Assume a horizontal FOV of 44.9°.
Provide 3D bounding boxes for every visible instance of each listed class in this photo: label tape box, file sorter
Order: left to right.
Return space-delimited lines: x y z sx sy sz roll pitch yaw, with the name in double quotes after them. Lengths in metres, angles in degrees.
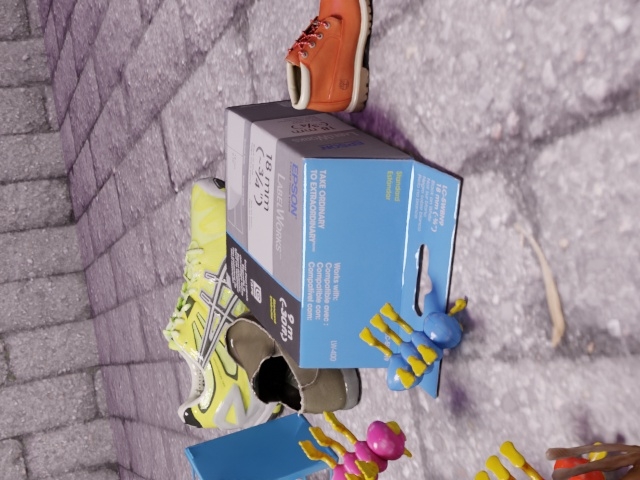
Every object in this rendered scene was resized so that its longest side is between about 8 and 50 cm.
-0.078 0.325 1.040 0.118 0.170 0.104 37 134 55 "file sorter"
0.000 0.000 0.845 0.334 0.106 0.240 38 132 55 "label tape box"

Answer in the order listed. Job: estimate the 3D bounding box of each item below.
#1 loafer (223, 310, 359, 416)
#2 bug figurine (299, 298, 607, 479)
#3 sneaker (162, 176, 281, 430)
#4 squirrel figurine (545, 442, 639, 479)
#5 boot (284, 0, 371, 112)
-0.058 0.153 0.993 0.251 0.087 0.094 15 112 50 "loafer"
0.100 0.184 0.648 0.216 0.072 0.279 -47 40 7 "bug figurine"
-0.156 0.096 1.147 0.145 0.147 0.384 165 96 -66 "sneaker"
0.146 0.299 0.407 0.281 0.371 0.396 13 131 61 "squirrel figurine"
0.004 -0.209 0.795 0.059 0.085 0.157 -154 61 -61 "boot"
